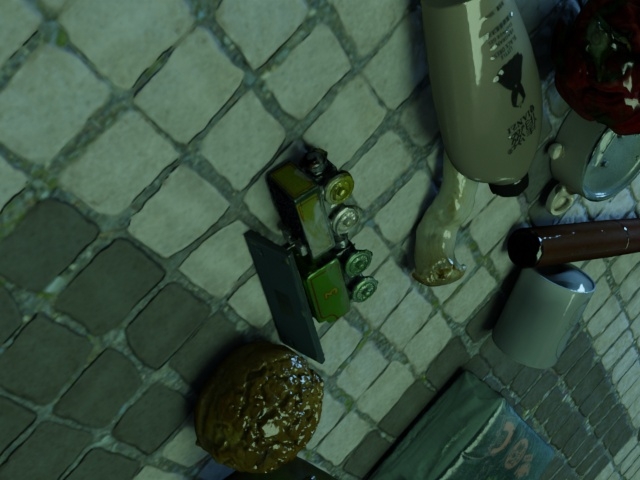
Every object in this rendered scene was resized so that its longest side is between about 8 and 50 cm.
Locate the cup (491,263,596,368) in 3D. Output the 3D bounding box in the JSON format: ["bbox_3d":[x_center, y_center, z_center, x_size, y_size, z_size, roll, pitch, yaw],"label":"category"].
[{"bbox_3d":[0.316,0.094,1.218,0.136,0.099,0.133,-5,123,-43],"label":"cup"}]

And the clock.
[{"bbox_3d":[0.362,-0.125,1.110,0.156,0.063,0.229,18,106,-52],"label":"clock"}]

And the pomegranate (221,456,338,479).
[{"bbox_3d":[-0.043,0.311,0.951,0.182,0.181,0.224,-33,159,-22],"label":"pomegranate"}]

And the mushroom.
[{"bbox_3d":[0.145,-0.038,0.973,0.059,0.054,0.202,-16,125,-46],"label":"mushroom"}]

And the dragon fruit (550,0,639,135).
[{"bbox_3d":[0.342,-0.198,0.940,0.189,0.182,0.182,-37,141,-15],"label":"dragon fruit"}]

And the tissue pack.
[{"bbox_3d":[0.223,0.346,1.335,0.228,0.103,0.316,-47,142,-1],"label":"tissue pack"}]

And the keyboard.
[{"bbox_3d":[-0.032,0.059,0.866,0.014,0.055,0.176,-46,144,-25],"label":"keyboard"}]

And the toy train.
[{"bbox_3d":[0.000,0.000,0.845,0.081,0.060,0.202,-32,138,-14],"label":"toy train"}]

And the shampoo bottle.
[{"bbox_3d":[0.162,-0.142,0.858,0.127,0.078,0.256,-46,138,-20],"label":"shampoo bottle"}]

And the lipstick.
[{"bbox_3d":[0.383,0.000,1.242,0.357,0.057,0.057,-4,124,-43],"label":"lipstick"}]

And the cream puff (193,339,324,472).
[{"bbox_3d":[-0.057,0.173,0.896,0.126,0.103,0.143,5,111,-47],"label":"cream puff"}]
